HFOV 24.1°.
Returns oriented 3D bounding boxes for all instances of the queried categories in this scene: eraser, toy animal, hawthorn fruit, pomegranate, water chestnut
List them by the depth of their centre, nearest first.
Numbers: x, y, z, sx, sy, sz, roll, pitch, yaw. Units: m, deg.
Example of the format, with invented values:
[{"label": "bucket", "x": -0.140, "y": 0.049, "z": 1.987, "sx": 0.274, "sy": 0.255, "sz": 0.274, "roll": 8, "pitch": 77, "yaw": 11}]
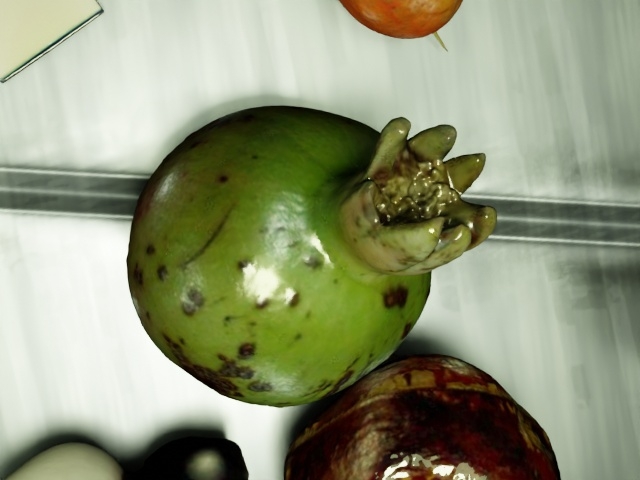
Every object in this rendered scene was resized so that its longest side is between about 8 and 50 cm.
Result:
[{"label": "pomegranate", "x": 0.006, "y": -0.007, "z": 1.118, "sx": 0.306, "sy": 0.242, "sz": 0.242, "roll": -25, "pitch": 99, "yaw": 27}, {"label": "toy animal", "x": -0.162, "y": 0.251, "z": 1.176, "sx": 0.235, "sy": 0.165, "sz": 0.187, "roll": -6, "pitch": 94, "yaw": -4}, {"label": "hawthorn fruit", "x": 0.061, "y": -0.217, "z": 1.185, "sx": 0.125, "sy": 0.140, "sz": 0.125, "roll": 2, "pitch": 62, "yaw": -4}, {"label": "water chestnut", "x": 0.083, "y": 0.185, "z": 1.186, "sx": 0.223, "sy": 0.238, "sz": 0.224, "roll": -2, "pitch": 136, "yaw": -2}, {"label": "eraser", "x": -0.257, "y": -0.214, "z": 1.191, "sx": 0.104, "sy": 0.023, "sz": 0.150, "roll": -36, "pitch": 98, "yaw": -2}]
